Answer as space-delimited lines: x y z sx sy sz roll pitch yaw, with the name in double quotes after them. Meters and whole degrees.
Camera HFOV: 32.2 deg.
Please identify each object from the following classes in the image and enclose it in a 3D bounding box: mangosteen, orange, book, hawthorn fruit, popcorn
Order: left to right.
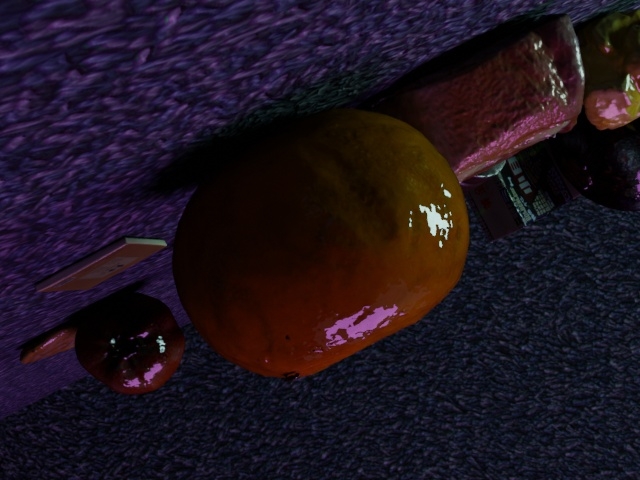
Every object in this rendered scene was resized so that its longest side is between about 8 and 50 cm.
-0.252 0.029 1.295 0.118 0.012 0.172 -28 176 5 "book"
-0.298 0.160 1.746 0.169 0.169 0.188 -27 180 -6 "hawthorn fruit"
0.000 0.000 1.039 0.283 0.226 0.284 -27 -179 1 "orange"
0.385 -0.220 1.408 0.167 0.148 0.152 -40 -154 -18 "popcorn"
0.534 -0.192 1.901 0.288 0.288 0.288 -27 176 -2 "mangosteen"

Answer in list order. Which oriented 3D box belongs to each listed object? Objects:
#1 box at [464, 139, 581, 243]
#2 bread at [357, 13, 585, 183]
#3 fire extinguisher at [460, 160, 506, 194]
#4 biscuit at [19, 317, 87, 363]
0.357 -0.134 1.970 0.084 0.198 0.310 -28 177 40 "box"
0.157 -0.130 1.184 0.244 0.123 0.190 -26 178 -5 "bread"
0.129 -0.081 1.662 0.135 0.114 0.337 -50 -170 -34 "fire extinguisher"
-0.408 0.157 1.840 0.118 0.029 0.247 -29 176 17 "biscuit"
